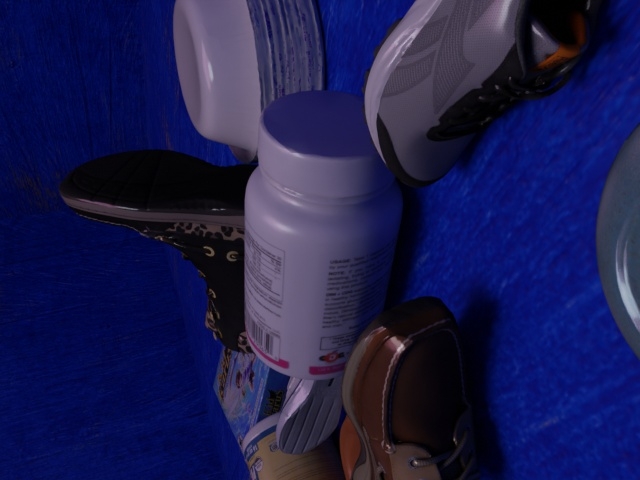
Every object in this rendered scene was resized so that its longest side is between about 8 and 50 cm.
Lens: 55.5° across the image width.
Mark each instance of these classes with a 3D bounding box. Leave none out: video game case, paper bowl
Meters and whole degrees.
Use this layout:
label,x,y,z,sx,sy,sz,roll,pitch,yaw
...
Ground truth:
label,x,y,z,sx,sy,sz,roll,pitch,yaw
video game case,-0.126,0.232,1.151,0.244,0.061,0.270,44,123,59
paper bowl,-0.111,-0.246,0.836,0.284,0.148,0.285,167,90,-70

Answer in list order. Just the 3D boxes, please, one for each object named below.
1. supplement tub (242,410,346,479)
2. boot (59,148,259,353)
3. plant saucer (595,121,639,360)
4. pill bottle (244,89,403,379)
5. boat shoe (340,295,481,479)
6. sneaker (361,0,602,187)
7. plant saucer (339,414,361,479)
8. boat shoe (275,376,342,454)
label,x,y,z,sx,sy,sz,roll,pitch,yaw
supplement tub,-0.029,0.381,0.952,0.144,0.144,0.200,101,151,-46
boot,-0.164,0.023,0.879,0.138,0.377,0.284,-79,-9,-48
plant saucer,0.199,0.016,0.297,0.195,0.037,0.195,169,90,-69
pill bottle,0.000,0.000,0.646,0.160,0.160,0.283,-122,29,-44
boat shoe,0.100,0.196,0.568,0.120,0.122,0.324,48,153,46
sneaker,0.104,-0.118,0.395,0.108,0.100,0.272,62,155,26
plant saucer,0.073,0.310,0.797,0.200,0.037,0.200,168,90,-71
boat shoe,-0.004,0.211,0.876,0.226,0.083,0.076,-63,22,27
